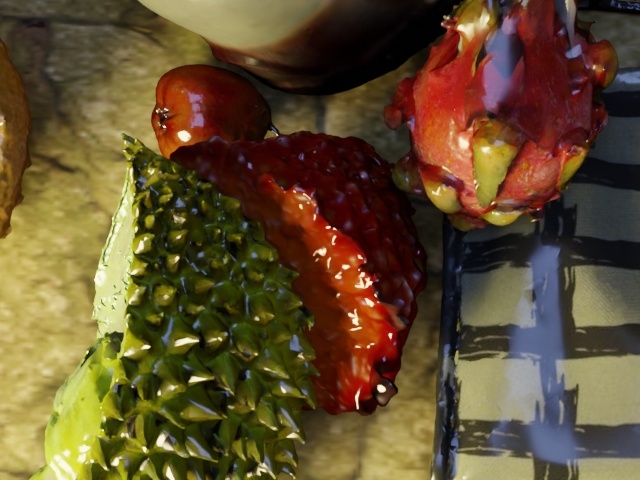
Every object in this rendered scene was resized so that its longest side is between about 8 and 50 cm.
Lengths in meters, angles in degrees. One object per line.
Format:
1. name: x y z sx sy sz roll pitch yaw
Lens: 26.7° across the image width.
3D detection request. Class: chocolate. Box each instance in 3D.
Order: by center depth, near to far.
1. chocolate: -0.035 -0.249 0.939 0.284 0.186 0.283 -3 84 30

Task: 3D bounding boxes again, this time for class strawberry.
1. strawberry: 0.000 0.000 0.939 0.234 0.234 0.178 41 50 8

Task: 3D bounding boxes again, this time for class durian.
1. durian: -0.111 0.116 0.897 0.157 0.355 0.169 0 40 -37

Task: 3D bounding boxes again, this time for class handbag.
1. handbag: 0.237 0.022 0.931 0.325 0.162 0.327 -3 79 12

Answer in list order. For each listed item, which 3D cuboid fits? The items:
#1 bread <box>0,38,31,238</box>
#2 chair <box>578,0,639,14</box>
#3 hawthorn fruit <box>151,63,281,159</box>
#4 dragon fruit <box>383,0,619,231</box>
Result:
1. bread: -0.337 -0.069 0.987 0.274 0.149 0.274 0 86 3
2. chair: 0.207 -0.227 1.016 0.229 0.106 0.113 0 82 1
3. hawthorn fruit: -0.078 -0.092 1.022 0.093 0.081 0.081 -2 79 -28
4. dragon fruit: 0.120 -0.101 0.857 0.133 0.207 0.150 30 39 14
